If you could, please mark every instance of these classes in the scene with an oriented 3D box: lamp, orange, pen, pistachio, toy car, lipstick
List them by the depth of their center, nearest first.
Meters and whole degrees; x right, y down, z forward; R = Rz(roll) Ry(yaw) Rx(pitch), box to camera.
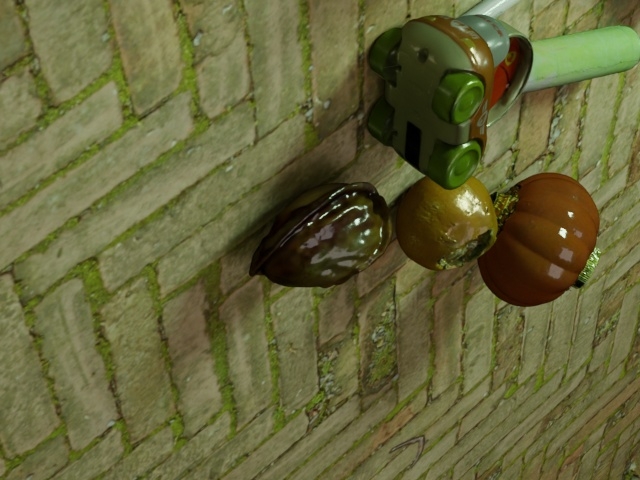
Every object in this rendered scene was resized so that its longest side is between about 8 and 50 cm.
[{"bbox_3d":[0.184,-0.204,1.773,0.235,0.145,0.235,-35,147,-27],"label":"toy car"},{"bbox_3d":[0.000,0.000,1.780,0.210,0.130,0.165,-23,146,-25],"label":"pistachio"},{"bbox_3d":[0.280,-0.346,1.850,0.269,0.033,0.033,-37,149,-21],"label":"pen"},{"bbox_3d":[0.185,-0.027,1.998,0.154,0.134,0.155,-31,139,-31],"label":"orange"},{"bbox_3d":[0.363,-0.265,2.020,0.304,0.076,0.076,-16,138,-43],"label":"lipstick"},{"bbox_3d":[0.341,-0.002,2.179,0.223,0.196,0.223,-57,-171,14],"label":"lamp"}]
